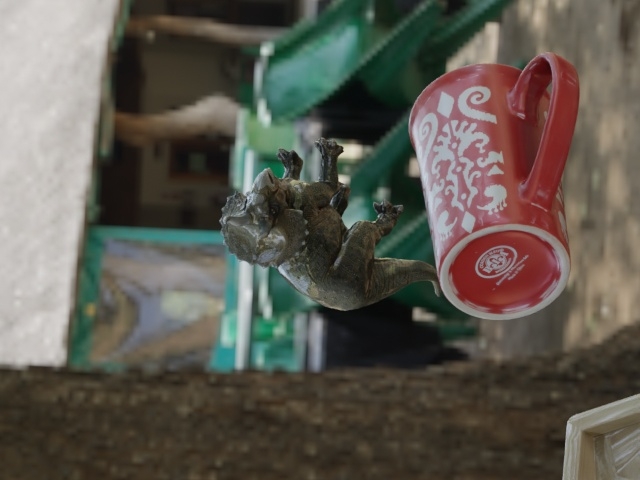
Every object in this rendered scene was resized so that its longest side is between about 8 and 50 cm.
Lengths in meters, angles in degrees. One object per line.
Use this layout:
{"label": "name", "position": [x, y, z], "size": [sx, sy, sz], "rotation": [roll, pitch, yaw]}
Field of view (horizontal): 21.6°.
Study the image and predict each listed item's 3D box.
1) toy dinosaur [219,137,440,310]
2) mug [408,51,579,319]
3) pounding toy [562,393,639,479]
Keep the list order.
{"label": "toy dinosaur", "position": [0.000, 0.000, 1.730], "size": [0.313, 0.121, 0.160], "rotation": [43, -121, -40]}
{"label": "mug", "position": [0.124, -0.046, 1.195], "size": [0.169, 0.113, 0.150], "rotation": [-90, 2, -48]}
{"label": "pounding toy", "position": [0.233, 0.116, 0.877], "size": [0.206, 0.094, 0.181], "rotation": [-26, 44, 44]}
